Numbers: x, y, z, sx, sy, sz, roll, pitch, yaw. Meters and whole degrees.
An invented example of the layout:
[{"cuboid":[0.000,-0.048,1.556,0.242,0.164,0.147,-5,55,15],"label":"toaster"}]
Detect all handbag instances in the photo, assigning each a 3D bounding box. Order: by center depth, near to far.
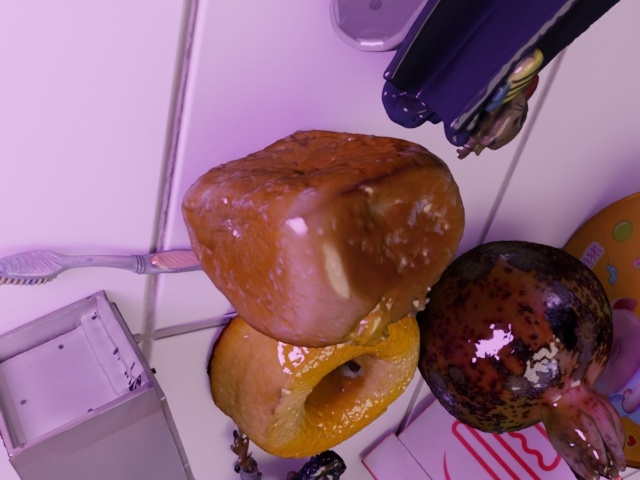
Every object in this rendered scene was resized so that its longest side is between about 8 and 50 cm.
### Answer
[{"cuboid":[0.201,-0.217,0.686,0.329,0.122,0.303,-51,171,14],"label":"handbag"}]

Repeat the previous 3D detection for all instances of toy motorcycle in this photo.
[{"cuboid":[-0.043,0.404,1.135,0.207,0.134,0.401,-34,141,-19],"label":"toy motorcycle"}]

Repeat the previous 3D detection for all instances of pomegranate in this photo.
[{"cuboid":[0.284,0.170,1.020,0.285,0.340,0.285,-23,144,-17],"label":"pomegranate"}]

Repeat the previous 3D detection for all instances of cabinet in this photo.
[{"cuboid":[-0.230,0.187,0.776,0.150,0.145,0.206,-24,137,-19],"label":"cabinet"}]

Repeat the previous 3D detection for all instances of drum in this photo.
[{"cuboid":[0.547,0.140,1.127,0.214,0.431,0.431,21,111,-33],"label":"drum"}]

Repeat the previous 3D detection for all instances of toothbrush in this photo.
[{"cuboid":[-0.142,0.021,0.788,0.375,0.028,0.037,-3,153,-38],"label":"toothbrush"}]

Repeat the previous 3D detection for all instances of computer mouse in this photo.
[{"cuboid":[0.089,-0.240,0.699,0.181,0.089,0.056,-47,161,2],"label":"computer mouse"}]

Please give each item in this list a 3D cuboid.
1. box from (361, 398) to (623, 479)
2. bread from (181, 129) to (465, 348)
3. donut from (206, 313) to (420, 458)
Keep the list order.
[{"cuboid":[0.316,0.423,1.300,0.300,0.312,0.314,-45,141,1],"label":"box"},{"cuboid":[0.000,0.000,0.718,0.196,0.246,0.176,-25,114,-30],"label":"bread"},{"cuboid":[0.008,0.161,0.967,0.303,0.110,0.303,-23,141,-20],"label":"donut"}]
